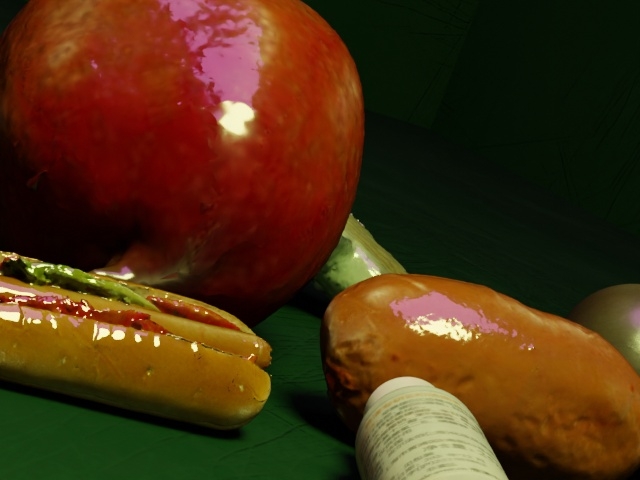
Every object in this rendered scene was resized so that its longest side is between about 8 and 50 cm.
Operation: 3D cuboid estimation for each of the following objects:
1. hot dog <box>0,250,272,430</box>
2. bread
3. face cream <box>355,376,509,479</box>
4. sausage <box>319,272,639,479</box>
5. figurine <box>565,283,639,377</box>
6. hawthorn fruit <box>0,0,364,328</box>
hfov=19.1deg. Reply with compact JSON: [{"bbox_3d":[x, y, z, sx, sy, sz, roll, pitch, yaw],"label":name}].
[{"bbox_3d":[-0.134,0.057,1.153,0.236,0.062,0.092,15,40,-29],"label":"hot dog"},{"bbox_3d":[0.000,0.000,1.655,0.232,0.064,0.172,42,7,-27],"label":"bread"},{"bbox_3d":[0.065,0.139,1.107,0.082,0.082,0.269,20,9,-7],"label":"face cream"},{"bbox_3d":[0.118,0.100,1.317,0.258,0.133,0.133,19,9,-16],"label":"sausage"},{"bbox_3d":[0.273,0.123,1.505,0.276,0.161,0.158,23,-32,-3],"label":"figurine"},{"bbox_3d":[-0.100,-0.065,1.347,0.295,0.295,0.311,15,16,-33],"label":"hawthorn fruit"}]
